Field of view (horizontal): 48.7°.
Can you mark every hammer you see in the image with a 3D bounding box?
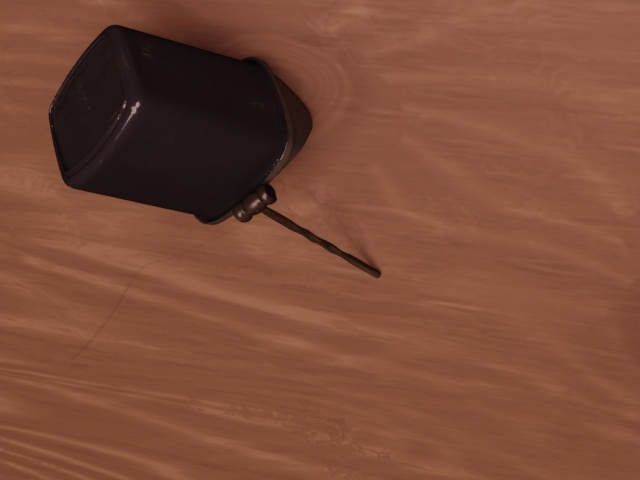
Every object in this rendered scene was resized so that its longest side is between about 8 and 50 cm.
[{"bbox_3d":[0.000,0.000,0.976,0.058,0.029,0.292,-31,141,27],"label":"hammer"}]

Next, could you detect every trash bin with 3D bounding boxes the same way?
[{"bbox_3d":[-0.166,-0.136,0.890,0.209,0.290,0.182,-37,61,34],"label":"trash bin"}]
